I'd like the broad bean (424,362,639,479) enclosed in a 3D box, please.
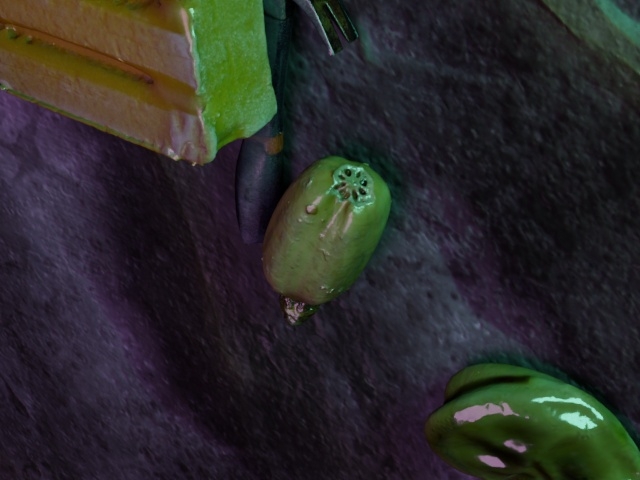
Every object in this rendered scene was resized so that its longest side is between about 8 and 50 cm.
[{"bbox_3d":[0.191,0.181,1.438,0.207,0.072,0.153,32,140,0],"label":"broad bean"}]

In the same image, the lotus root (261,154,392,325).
[{"bbox_3d":[0.000,-0.001,1.434,0.090,0.077,0.183,25,138,2],"label":"lotus root"}]

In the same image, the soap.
[{"bbox_3d":[-0.181,-0.195,1.391,0.315,0.091,0.199,20,133,38],"label":"soap"}]

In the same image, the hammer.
[{"bbox_3d":[-0.040,-0.111,1.412,0.137,0.037,0.290,26,135,24],"label":"hammer"}]
